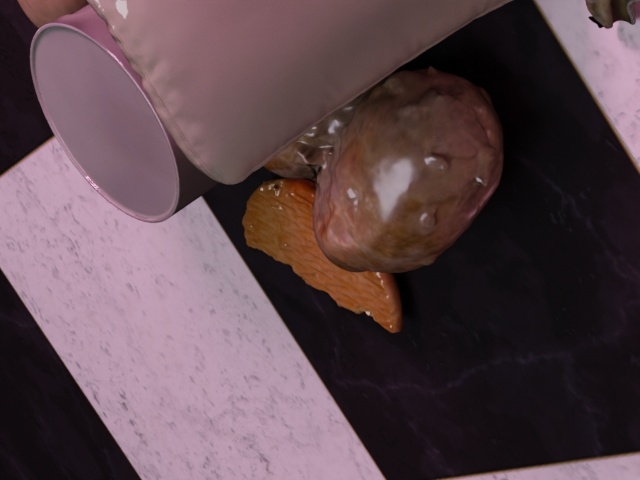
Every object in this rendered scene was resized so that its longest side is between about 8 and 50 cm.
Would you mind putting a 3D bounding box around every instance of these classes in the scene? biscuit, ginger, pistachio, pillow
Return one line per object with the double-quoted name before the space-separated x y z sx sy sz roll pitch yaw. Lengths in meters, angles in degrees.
"biscuit" 0.001 -0.001 1.723 0.224 0.033 0.144 28 139 37
"ginger" 0.019 -0.107 1.467 0.304 0.155 0.244 44 150 15
"pistachio" -0.266 -0.275 1.757 0.113 0.113 0.149 39 162 24
"pillow" -0.008 -0.218 1.224 0.255 0.322 0.120 59 177 -27

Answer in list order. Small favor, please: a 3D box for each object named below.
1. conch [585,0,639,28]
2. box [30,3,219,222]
"conch" 0.198 -0.236 1.151 0.234 0.114 0.137 30 177 -36
"box" -0.164 -0.150 1.683 0.226 0.149 0.226 35 145 29
